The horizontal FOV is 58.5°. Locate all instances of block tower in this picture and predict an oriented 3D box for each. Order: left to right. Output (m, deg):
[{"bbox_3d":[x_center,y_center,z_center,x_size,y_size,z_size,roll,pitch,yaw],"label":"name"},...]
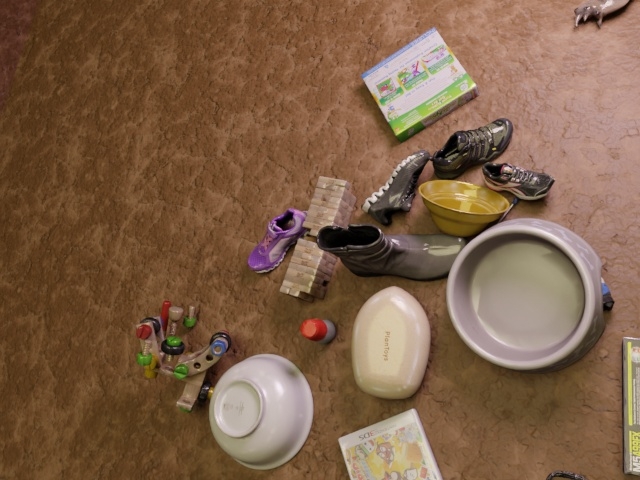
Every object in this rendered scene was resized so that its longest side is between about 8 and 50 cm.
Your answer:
[{"bbox_3d":[0.000,0.000,1.558,0.091,0.097,0.335,14,80,29],"label":"block tower"}]

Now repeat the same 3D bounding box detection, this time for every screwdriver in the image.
[{"bbox_3d":[0.463,-0.079,1.402,0.024,0.025,0.170,39,88,31],"label":"screwdriver"}]

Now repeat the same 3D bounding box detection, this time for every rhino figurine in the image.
[{"bbox_3d":[0.740,-0.629,1.440,0.243,0.073,0.106,-42,57,8],"label":"rhino figurine"}]

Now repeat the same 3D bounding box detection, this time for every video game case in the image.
[{"bbox_3d":[0.167,0.535,1.324,0.207,0.026,0.226,-27,63,15],"label":"video game case"}]

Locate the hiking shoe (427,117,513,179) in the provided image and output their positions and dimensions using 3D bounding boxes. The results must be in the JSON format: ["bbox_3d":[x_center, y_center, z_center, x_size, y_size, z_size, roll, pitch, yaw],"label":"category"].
[{"bbox_3d":[0.383,-0.241,1.446,0.227,0.114,0.086,-35,61,11],"label":"hiking shoe"}]

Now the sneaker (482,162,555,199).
[{"bbox_3d":[0.465,-0.149,1.373,0.178,0.077,0.071,11,71,42],"label":"sneaker"}]

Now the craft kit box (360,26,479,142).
[{"bbox_3d":[0.274,-0.437,1.606,0.250,0.061,0.246,-30,59,13],"label":"craft kit box"}]

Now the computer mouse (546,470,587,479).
[{"bbox_3d":[0.435,0.528,1.190,0.242,0.041,0.071,-21,64,17],"label":"computer mouse"}]

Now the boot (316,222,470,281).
[{"bbox_3d":[0.178,0.022,1.388,0.339,0.223,0.118,-10,68,23],"label":"boot"}]

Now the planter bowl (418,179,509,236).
[{"bbox_3d":[0.340,-0.069,1.394,0.217,0.217,0.090,23,121,30],"label":"planter bowl"}]

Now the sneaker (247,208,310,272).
[{"bbox_3d":[-0.125,-0.008,1.614,0.236,0.104,0.095,-42,61,8],"label":"sneaker"}]

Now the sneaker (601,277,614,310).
[{"bbox_3d":[0.563,0.145,1.255,0.152,0.058,0.084,-22,55,10],"label":"sneaker"}]

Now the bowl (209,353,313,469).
[{"bbox_3d":[-0.177,0.431,1.465,0.298,0.134,0.297,-9,68,22],"label":"bowl"}]

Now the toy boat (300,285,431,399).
[{"bbox_3d":[0.112,0.238,1.405,0.319,0.148,0.267,7,80,20],"label":"toy boat"}]

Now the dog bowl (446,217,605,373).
[{"bbox_3d":[0.436,0.121,1.245,0.349,0.102,0.348,-2,87,33],"label":"dog bowl"}]

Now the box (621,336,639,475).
[{"bbox_3d":[0.711,0.333,1.117,0.217,0.060,0.269,-1,71,26],"label":"box"}]

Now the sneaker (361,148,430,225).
[{"bbox_3d":[0.217,-0.130,1.501,0.234,0.078,0.106,-47,68,21],"label":"sneaker"}]

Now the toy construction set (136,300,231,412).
[{"bbox_3d":[-0.400,0.330,1.578,0.309,0.258,0.237,34,114,61],"label":"toy construction set"}]
